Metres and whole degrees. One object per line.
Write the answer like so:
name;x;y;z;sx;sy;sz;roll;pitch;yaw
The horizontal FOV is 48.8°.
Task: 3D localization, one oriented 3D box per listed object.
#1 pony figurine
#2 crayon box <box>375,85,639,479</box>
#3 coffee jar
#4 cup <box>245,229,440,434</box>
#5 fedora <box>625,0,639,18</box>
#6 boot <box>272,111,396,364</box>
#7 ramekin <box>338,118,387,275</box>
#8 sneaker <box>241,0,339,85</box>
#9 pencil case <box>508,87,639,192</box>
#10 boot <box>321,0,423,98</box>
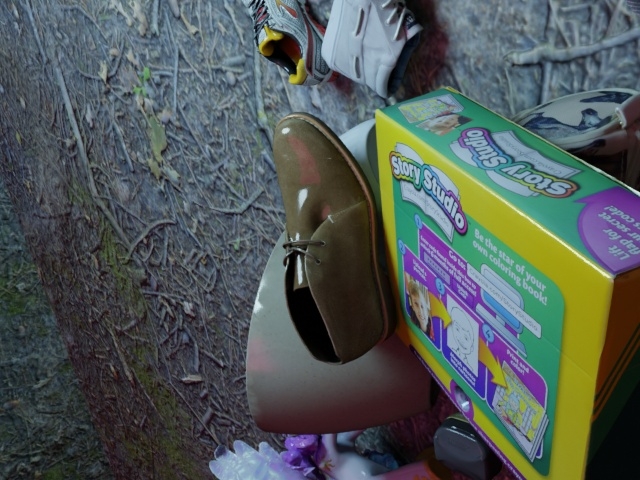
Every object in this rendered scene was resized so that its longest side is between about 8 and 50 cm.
pony figurine;0.026;0.403;1.291;0.351;0.303;0.363;41;124;10
crayon box;0.188;0.054;0.712;0.363;0.106;0.313;-130;27;-52
coffee jar;0.242;0.254;0.986;0.096;0.184;0.079;13;123;43
cup;0.064;0.145;1.051;0.237;0.331;0.330;9;123;17
fedora;0.373;-0.274;0.543;0.244;0.124;0.275;37;121;22
boot;0.000;0.000;0.831;0.112;0.115;0.305;-12;100;41
ramekin;0.089;-0.066;0.945;0.109;0.207;0.207;-35;86;42
sneaker;-0.062;-0.320;1.030;0.225;0.093;0.088;52;141;11
pencil case;0.302;0.034;0.798;0.184;0.160;0.410;13;122;49
boot;0.084;-0.305;0.894;0.123;0.095;0.258;36;145;19
